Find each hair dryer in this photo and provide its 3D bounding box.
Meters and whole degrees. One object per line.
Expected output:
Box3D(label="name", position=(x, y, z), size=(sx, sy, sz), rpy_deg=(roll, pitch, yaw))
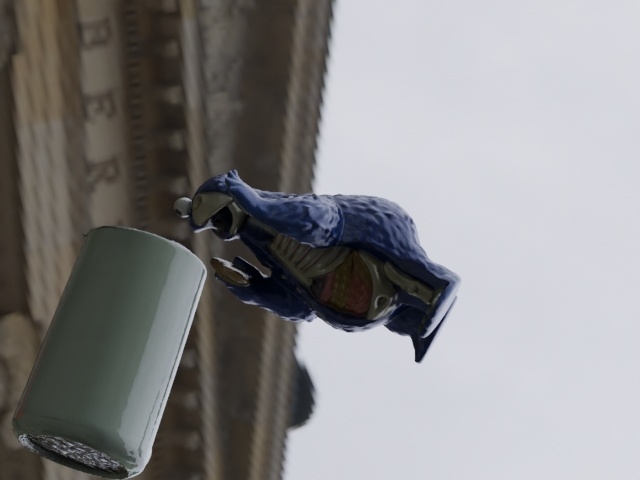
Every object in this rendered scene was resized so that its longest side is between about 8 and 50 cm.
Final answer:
Box3D(label="hair dryer", position=(-0.058, 0.046, 0.529), size=(0.038, 0.063, 0.124), rpy_deg=(17, -21, 5))

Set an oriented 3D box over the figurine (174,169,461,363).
Box3D(label="figurine", position=(0.004, 0.006, 1.564), size=(0.262, 0.120, 0.164), rpy_deg=(30, -32, -7))
